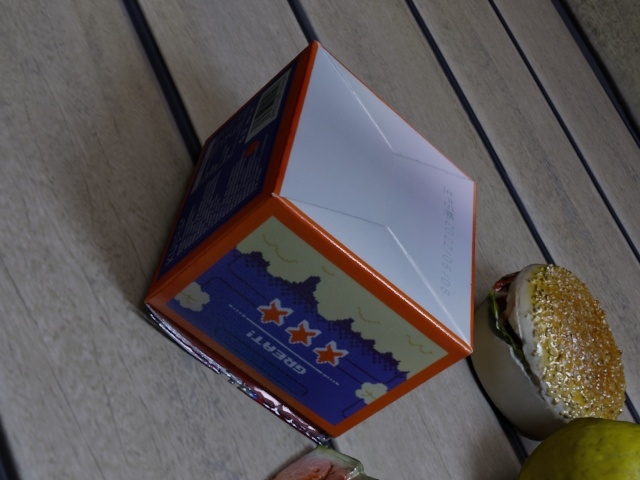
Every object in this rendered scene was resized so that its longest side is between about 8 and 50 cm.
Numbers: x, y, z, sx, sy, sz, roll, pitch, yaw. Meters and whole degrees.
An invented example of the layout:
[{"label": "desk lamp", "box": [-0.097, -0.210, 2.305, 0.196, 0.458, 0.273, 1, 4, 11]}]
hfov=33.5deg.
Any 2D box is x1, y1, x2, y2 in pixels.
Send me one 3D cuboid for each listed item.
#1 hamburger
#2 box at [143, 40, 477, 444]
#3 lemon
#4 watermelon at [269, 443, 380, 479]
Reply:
[{"label": "hamburger", "box": [0.374, 0.180, 1.707, 0.302, 0.170, 0.302, 31, 40, -30]}, {"label": "box", "box": [0.000, 0.000, 1.343, 0.318, 0.257, 0.348, 39, 35, -22]}, {"label": "lemon", "box": [0.398, 0.398, 1.446, 0.285, 0.285, 0.316, 39, 15, -19]}, {"label": "watermelon", "box": [-0.001, 0.323, 1.154, 0.159, 0.128, 0.303, 57, 33, 7]}]
